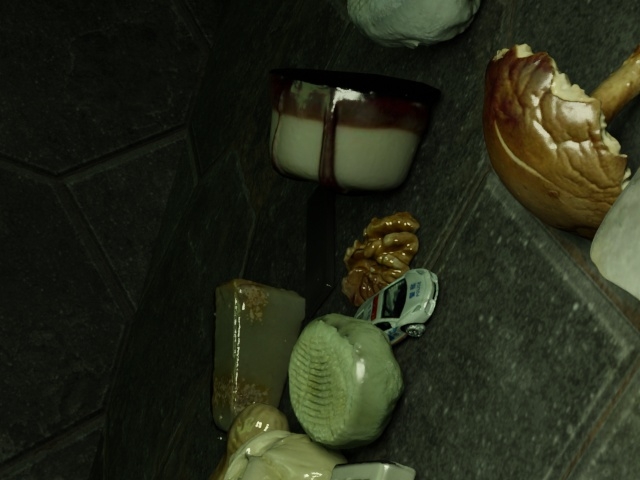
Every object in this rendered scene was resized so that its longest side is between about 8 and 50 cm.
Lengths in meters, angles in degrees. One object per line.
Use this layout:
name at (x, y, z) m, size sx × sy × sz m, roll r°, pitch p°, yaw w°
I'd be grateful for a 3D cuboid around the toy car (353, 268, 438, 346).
toy car at (0.100, 0.104, 1.525) m, size 0.205 × 0.056 × 0.095 m, roll -44°, pitch 30°, yaw 53°

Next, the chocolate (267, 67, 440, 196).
chocolate at (0.040, -0.167, 1.710) m, size 0.283 × 0.284 × 0.186 m, roll -128°, pitch 42°, yaw -68°

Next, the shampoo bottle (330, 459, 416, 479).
shampoo bottle at (0.039, 0.421, 1.342) m, size 0.153 × 0.071 × 0.284 m, roll -23°, pitch 51°, yaw 61°

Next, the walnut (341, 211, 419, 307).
walnut at (0.084, 0.027, 1.631) m, size 0.170 × 0.069 × 0.143 m, roll -48°, pitch 27°, yaw 41°

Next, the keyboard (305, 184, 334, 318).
keyboard at (0.000, 0.000, 1.961) m, size 0.101 × 0.018 × 0.309 m, roll -55°, pitch 23°, yaw 38°

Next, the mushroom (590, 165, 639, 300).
mushroom at (0.384, -0.113, 0.884) m, size 0.397 × 0.126 × 0.177 m, roll -65°, pitch 29°, yaw 10°

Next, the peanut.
peanut at (-0.122, 0.378, 1.752) m, size 0.274 × 0.111 × 0.125 m, roll -64°, pitch -11°, yaw 23°

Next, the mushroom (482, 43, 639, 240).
mushroom at (0.299, -0.151, 1.112) m, size 0.301 × 0.208 × 0.233 m, roll -50°, pitch 66°, yaw 21°

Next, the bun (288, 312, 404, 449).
bun at (0.043, 0.193, 1.475) m, size 0.195 × 0.118 × 0.195 m, roll -9°, pitch 80°, yaw 60°

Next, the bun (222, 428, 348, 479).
bun at (-0.074, 0.387, 1.545) m, size 0.259 × 0.160 × 0.259 m, roll -51°, pitch 29°, yaw 43°

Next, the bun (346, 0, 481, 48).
bun at (0.179, -0.460, 1.693) m, size 0.354 × 0.194 × 0.354 m, roll -51°, pitch 29°, yaw 43°

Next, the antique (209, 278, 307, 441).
antique at (-0.127, 0.223, 1.917) m, size 0.125 × 0.150 × 0.284 m, roll 160°, pitch 120°, yaw -65°
